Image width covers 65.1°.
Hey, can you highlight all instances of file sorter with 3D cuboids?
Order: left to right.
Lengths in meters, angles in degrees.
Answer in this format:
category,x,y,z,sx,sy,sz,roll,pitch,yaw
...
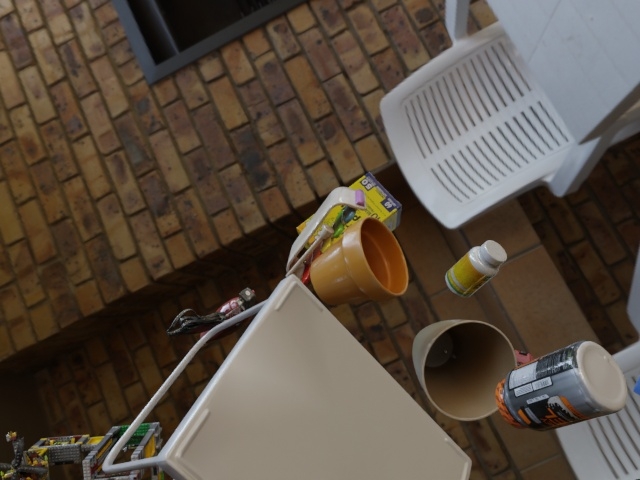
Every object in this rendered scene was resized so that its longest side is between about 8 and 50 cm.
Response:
category,x,y,z,sx,sy,sz,roll,pitch,yaw
file sorter,-0.024,0.216,0.477,0.278,0.173,0.193,47,-136,-12

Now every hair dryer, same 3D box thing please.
category,x,y,z,sx,sy,sz,roll,pitch,yaw
hair dryer,-0.279,0.198,1.286,0.293,0.223,0.080,107,143,-62

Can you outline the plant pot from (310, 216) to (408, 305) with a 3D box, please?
category,x,y,z,sx,sy,sz,roll,pitch,yaw
plant pot,0.085,0.071,1.246,0.205,0.188,0.205,34,-138,-38

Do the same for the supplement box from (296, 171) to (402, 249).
category,x,y,z,sx,sy,sz,roll,pitch,yaw
supplement box,0.114,-0.055,1.925,0.194,0.356,0.195,49,172,19

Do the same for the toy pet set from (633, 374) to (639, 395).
category,x,y,z,sx,sy,sz,roll,pitch,yaw
toy pet set,0.690,0.299,0.977,0.065,0.122,0.114,41,178,-41

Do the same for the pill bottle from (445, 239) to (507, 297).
category,x,y,z,sx,sy,sz,roll,pitch,yaw
pill bottle,0.530,0.095,1.707,0.208,0.117,0.118,-55,49,43

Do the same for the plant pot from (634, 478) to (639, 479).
category,x,y,z,sx,sy,sz,roll,pitch,yaw
plant pot,0.757,0.587,1.031,0.167,0.188,0.187,43,-139,-9

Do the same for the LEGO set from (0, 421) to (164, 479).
category,x,y,z,sx,sy,sz,roll,pitch,yaw
LEGO set,-0.435,0.480,0.932,0.192,0.331,0.255,179,96,-85

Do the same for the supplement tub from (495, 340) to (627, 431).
category,x,y,z,sx,sy,sz,roll,pitch,yaw
supplement tub,0.397,0.253,0.849,0.190,0.117,0.117,-49,60,49

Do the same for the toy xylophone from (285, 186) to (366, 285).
category,x,y,z,sx,sy,sz,roll,pitch,yaw
toy xylophone,0.000,0.000,1.352,0.081,0.323,0.236,32,-147,-11

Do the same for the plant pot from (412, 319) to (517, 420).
category,x,y,z,sx,sy,sz,roll,pitch,yaw
plant pot,0.364,0.328,1.406,0.257,0.256,0.274,63,174,-4

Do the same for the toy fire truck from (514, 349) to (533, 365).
category,x,y,z,sx,sy,sz,roll,pitch,yaw
toy fire truck,0.596,0.380,1.624,0.135,0.192,0.047,37,-112,-48

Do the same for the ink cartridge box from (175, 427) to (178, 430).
category,x,y,z,sx,sy,sz,roll,pitch,yaw
ink cartridge box,-0.186,0.343,1.011,0.045,0.179,0.145,53,170,16
